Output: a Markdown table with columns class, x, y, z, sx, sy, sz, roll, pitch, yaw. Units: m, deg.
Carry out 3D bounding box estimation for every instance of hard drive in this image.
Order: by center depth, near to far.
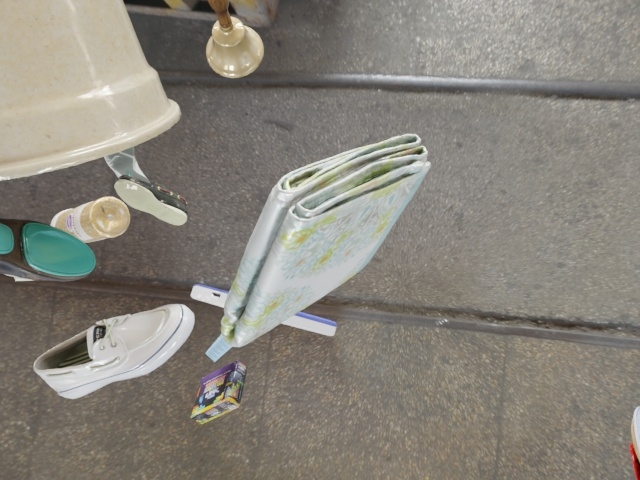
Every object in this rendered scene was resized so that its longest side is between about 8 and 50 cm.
| class | x | y | z | sx | sy | sz | roll | pitch | yaw |
| --- | --- | --- | --- | --- | --- | --- | --- | --- | --- |
| hard drive | -0.140 | 0.178 | 1.391 | 0.210 | 0.318 | 0.040 | 6 | 78 | 46 |

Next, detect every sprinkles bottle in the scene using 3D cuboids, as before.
| class | x | y | z | sx | sy | sz | roll | pitch | yaw |
| --- | --- | --- | --- | --- | --- | --- | --- | --- | --- |
| sprinkles bottle | -0.716 | -0.054 | 1.687 | 0.355 | 0.121 | 0.121 | -7 | 83 | 47 |

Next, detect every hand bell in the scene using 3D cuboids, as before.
| class | x | y | z | sx | sy | sz | roll | pitch | yaw |
| --- | --- | --- | --- | --- | --- | --- | --- | --- | --- |
| hand bell | -0.187 | -0.432 | 1.068 | 0.126 | 0.242 | 0.126 | 0 | 80 | 1 |

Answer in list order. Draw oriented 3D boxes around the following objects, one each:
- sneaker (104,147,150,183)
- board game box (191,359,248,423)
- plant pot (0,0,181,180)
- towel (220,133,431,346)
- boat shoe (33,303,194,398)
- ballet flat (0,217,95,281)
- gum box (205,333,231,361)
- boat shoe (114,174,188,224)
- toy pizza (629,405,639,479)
| class | x | y | z | sx | sy | sz | roll | pitch | yaw |
| --- | --- | --- | --- | --- | --- | --- | --- | --- | --- |
| sneaker | -0.361 | -0.144 | 0.989 | 0.053 | 0.152 | 0.061 | -32 | 53 | -20 |
| board game box | -0.301 | 0.452 | 1.631 | 0.170 | 0.141 | 0.048 | -32 | 123 | 29 |
| plant pot | -0.367 | -0.268 | 0.642 | 0.334 | 0.334 | 0.305 | -4 | 118 | 8 |
| towel | 0.000 | 0.000 | 0.917 | 0.320 | 0.374 | 0.090 | -26 | 65 | -39 |
| boat shoe | -0.277 | 0.143 | 0.723 | 0.226 | 0.076 | 0.083 | -31 | 43 | 9 |
| ballet flat | -0.356 | 0.010 | 0.617 | 0.074 | 0.203 | 0.074 | -6 | 75 | 25 |
| gum box | -0.238 | 0.251 | 1.581 | 0.041 | 0.157 | 0.184 | 44 | 129 | -5 |
| boat shoe | -0.275 | -0.071 | 0.893 | 0.049 | 0.133 | 0.042 | -29 | 49 | 31 |
| toy pizza | 0.310 | 0.244 | 0.465 | 0.032 | 0.201 | 0.201 | -31 | 81 | 31 |
